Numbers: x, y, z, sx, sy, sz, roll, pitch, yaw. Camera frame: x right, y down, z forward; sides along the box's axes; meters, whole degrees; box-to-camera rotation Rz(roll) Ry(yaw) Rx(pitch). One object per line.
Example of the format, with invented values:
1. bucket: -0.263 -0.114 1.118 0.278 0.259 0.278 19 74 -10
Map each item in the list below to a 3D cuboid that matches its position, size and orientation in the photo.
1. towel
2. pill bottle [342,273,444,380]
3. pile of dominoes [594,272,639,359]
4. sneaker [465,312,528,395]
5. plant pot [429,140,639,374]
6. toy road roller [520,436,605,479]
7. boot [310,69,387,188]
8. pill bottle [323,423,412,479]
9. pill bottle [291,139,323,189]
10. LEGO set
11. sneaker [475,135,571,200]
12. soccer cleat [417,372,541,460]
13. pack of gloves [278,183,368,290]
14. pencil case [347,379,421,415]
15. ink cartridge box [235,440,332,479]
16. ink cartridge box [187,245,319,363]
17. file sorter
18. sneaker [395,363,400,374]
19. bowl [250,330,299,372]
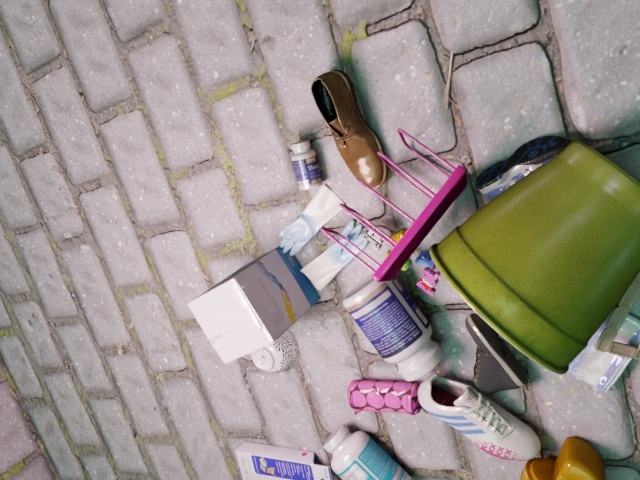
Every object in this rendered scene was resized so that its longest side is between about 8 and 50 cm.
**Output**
1. towel: 0.584 0.213 1.321 0.285 0.034 0.209 29 119 15
2. pill bottle: 0.190 0.218 1.457 0.153 0.153 0.265 -36 90 33
3. pile of dominoes: 0.725 0.147 1.208 0.196 0.040 0.251 14 117 -2
4. sneaker: 0.405 0.293 1.416 0.118 0.083 0.222 -36 92 34
5. plant pot: 0.475 0.009 1.128 0.366 0.366 0.353 42 108 7
6. toy road roller: 0.650 0.635 1.360 0.329 0.202 0.241 21 108 20
7. boot: 0.061 -0.255 1.361 0.112 0.115 0.305 -21 100 30
8. pill bottle: 0.133 0.668 1.671 0.264 0.146 0.146 44 123 6
9. pill bottle: -0.037 -0.195 1.462 0.067 0.067 0.120 -6 107 29
10. LEGO set: 0.223 0.017 1.396 0.227 0.087 0.093 39 137 9
11. sneaker: 0.447 -0.153 1.232 0.211 0.080 0.081 -30 117 33
12. soccer cleat: 0.403 0.448 1.440 0.331 0.116 0.143 23 144 17
13. pack of gloves: 0.000 0.000 1.514 0.195 0.046 0.232 45 114 2
14. pencil case: 0.183 0.443 1.589 0.209 0.095 0.098 -8 71 32
15. ink cartridge box: -0.106 0.783 1.890 0.370 0.069 0.176 -2 108 31
16. ink cartridge box: -0.177 0.169 1.559 0.198 0.270 0.197 -28 95 33
17. file sorter: 0.165 -0.077 1.270 0.182 0.202 0.291 39 97 14
18. sneaker: 0.239 0.341 1.552 0.083 0.031 0.035 -30 94 33
19. bowl: -0.159 0.345 1.734 0.170 0.080 0.170 10 114 25
